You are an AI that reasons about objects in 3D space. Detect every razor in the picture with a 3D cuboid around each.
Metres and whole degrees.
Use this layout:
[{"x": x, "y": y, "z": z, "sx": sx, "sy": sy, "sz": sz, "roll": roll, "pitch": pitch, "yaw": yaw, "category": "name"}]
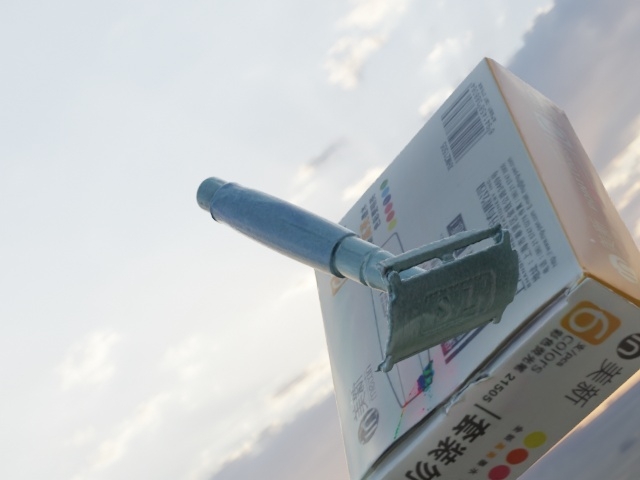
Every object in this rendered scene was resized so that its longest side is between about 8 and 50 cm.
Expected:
[{"x": 0.000, "y": 0.000, "z": 0.478, "sx": 0.068, "sy": 0.135, "sz": 0.040, "roll": -17, "pitch": -60, "yaw": -42, "category": "razor"}]

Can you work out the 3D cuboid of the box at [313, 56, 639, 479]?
[{"x": 0.098, "y": 0.032, "z": 0.867, "sx": 0.221, "sy": 0.091, "sz": 0.274, "roll": -47, "pitch": 28, "yaw": 26, "category": "box"}]
